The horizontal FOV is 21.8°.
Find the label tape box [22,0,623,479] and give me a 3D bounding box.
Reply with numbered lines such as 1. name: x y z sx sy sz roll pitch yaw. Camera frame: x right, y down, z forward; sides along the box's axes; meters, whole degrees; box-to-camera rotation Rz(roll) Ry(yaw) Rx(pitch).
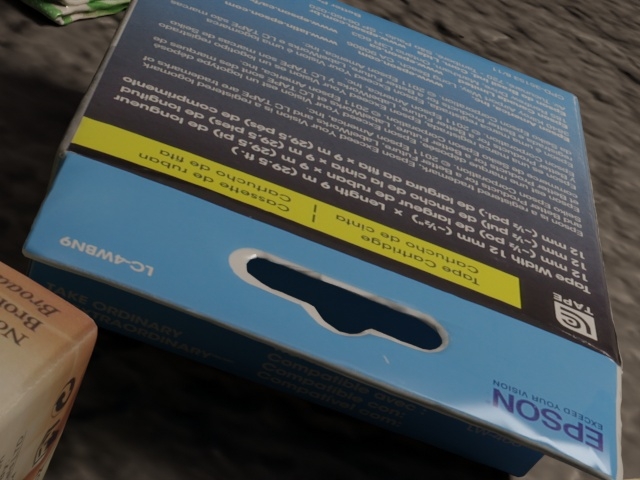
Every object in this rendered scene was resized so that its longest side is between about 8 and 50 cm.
1. label tape box: 0.000 0.000 0.782 0.249 0.115 0.348 21 30 -7

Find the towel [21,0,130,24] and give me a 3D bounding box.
1. towel: -0.165 -0.240 1.153 0.248 0.038 0.325 34 29 19

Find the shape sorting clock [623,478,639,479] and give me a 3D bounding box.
1. shape sorting clock: 0.195 0.167 0.715 0.206 0.040 0.206 19 27 -11

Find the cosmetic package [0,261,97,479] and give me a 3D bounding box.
1. cosmetic package: -0.199 0.092 0.432 0.153 0.129 0.296 28 28 5
